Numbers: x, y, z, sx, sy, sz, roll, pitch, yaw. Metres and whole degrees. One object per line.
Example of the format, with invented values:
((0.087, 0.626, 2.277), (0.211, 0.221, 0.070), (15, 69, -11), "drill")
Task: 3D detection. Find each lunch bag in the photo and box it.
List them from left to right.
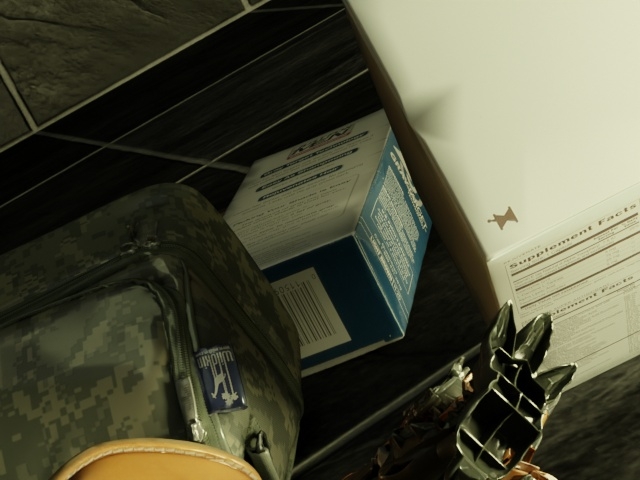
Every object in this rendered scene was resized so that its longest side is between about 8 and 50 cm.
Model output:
((-0.166, 0.134, 1.144), (0.305, 0.212, 0.256), (-23, 34, 14), "lunch bag")

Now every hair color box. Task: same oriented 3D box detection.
((0.000, 0.000, 1.439), (0.174, 0.105, 0.347), (-21, 18, 18), "hair color box")

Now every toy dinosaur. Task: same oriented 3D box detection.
((0.068, 0.165, 0.861), (0.218, 0.164, 0.322), (-31, 28, 42), "toy dinosaur")

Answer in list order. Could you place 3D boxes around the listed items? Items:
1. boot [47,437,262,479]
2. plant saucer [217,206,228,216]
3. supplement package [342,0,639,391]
((-0.102, 0.188, 0.795), (0.283, 0.109, 0.220), (3, 14, -37), "boot")
((-0.176, 0.022, 1.649), (0.278, 0.041, 0.278), (-23, 4, 2), "plant saucer")
((0.162, -0.058, 0.999), (0.198, 0.199, 0.262), (-26, -26, 1), "supplement package")
